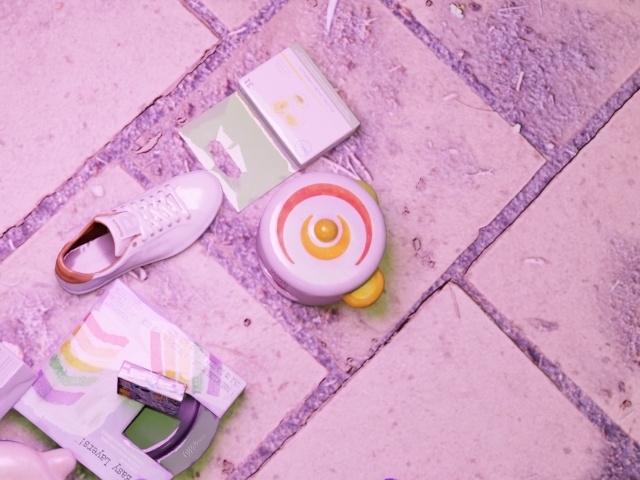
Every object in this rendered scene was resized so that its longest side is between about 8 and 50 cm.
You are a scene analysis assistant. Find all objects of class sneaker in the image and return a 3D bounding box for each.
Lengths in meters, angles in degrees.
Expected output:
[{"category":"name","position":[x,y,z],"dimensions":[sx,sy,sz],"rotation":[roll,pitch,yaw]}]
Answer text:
[{"category":"sneaker","position":[-0.265,-0.016,1.700],"dimensions":[0.290,0.123,0.106],"rotation":[-35,83,-14]}]

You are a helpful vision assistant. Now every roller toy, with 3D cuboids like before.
[{"category":"roller toy","position":[0.000,0.000,1.720],"dimensions":[0.191,0.146,0.209],"rotation":[1,79,-7]}]

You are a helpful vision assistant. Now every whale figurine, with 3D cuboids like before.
[{"category":"whale figurine","position":[-0.415,0.389,1.606],"dimensions":[0.272,0.141,0.216],"rotation":[32,79,-25]}]

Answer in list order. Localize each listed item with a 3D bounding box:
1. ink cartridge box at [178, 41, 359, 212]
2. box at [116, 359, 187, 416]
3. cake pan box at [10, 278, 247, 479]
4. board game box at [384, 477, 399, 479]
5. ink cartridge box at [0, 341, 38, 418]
[{"category":"ink cartridge box","position":[-0.082,-0.180,1.795],"dimensions":[0.235,0.056,0.171],"rotation":[-36,86,-15]},{"category":"box","position":[-0.236,0.207,1.580],"dimensions":[0.094,0.137,0.027],"rotation":[22,70,-4]},{"category":"cake pan box","position":[-0.276,0.231,1.675],"dimensions":[0.267,0.070,0.246],"rotation":[40,78,2]},{"category":"board game box","position":[0.224,0.523,1.677],"dimensions":[0.347,0.078,0.233],"rotation":[22,76,-3]},{"category":"ink cartridge box","position":[-0.508,0.174,1.625],"dimensions":[0.180,0.060,0.104],"rotation":[34,75,23]}]
